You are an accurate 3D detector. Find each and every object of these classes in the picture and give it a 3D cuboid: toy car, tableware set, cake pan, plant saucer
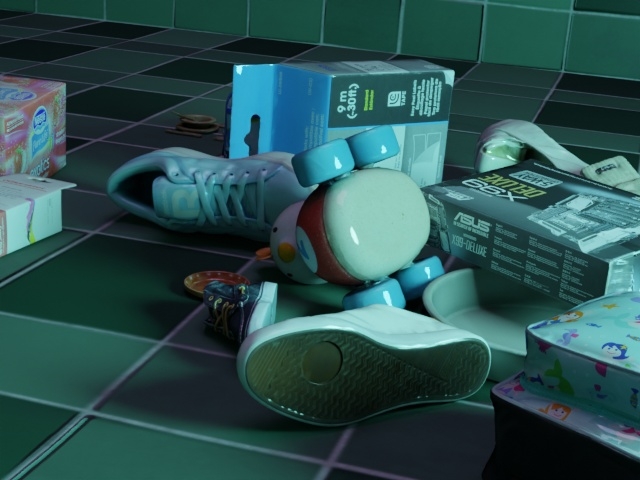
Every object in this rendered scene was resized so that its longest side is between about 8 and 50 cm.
[{"bbox_3d":[0.000,0.000,1.419,0.238,0.219,0.210,-19,3,36],"label":"toy car"},{"bbox_3d":[-0.199,-0.236,2.253,0.194,0.039,0.128,10,19,18],"label":"tableware set"},{"bbox_3d":[0.263,0.102,1.307,0.293,0.054,0.293,4,18,-1],"label":"cake pan"},{"bbox_3d":[-0.131,0.059,1.417,0.084,0.013,0.083,3,18,-1],"label":"plant saucer"}]

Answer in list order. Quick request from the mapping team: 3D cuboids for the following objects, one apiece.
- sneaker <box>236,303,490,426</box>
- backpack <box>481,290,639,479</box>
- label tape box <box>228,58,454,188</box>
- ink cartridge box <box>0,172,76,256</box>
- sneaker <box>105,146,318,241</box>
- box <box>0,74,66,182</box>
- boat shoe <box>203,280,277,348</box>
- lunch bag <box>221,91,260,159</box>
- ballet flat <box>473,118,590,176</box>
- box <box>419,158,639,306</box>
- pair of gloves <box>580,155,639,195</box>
[{"bbox_3d":[0.027,0.120,1.143,0.290,0.105,0.123,6,12,-34],"label":"sneaker"},{"bbox_3d":[0.289,0.153,0.971,0.225,0.191,0.254,20,19,41],"label":"backpack"},{"bbox_3d":[0.032,-0.150,1.729,0.334,0.240,0.106,-7,23,-28],"label":"label tape box"},{"bbox_3d":[-0.441,-0.037,1.556,0.115,0.067,0.198,13,22,23],"label":"ink cartridge box"},{"bbox_3d":[-0.157,-0.054,1.594,0.366,0.135,0.150,6,20,37],"label":"sneaker"},{"bbox_3d":[-0.517,-0.163,1.785,0.142,0.154,0.300,5,17,4],"label":"box"},{"bbox_3d":[-0.096,0.090,1.262,0.083,0.065,0.183,3,12,1],"label":"boat shoe"},{"bbox_3d":[-0.056,-0.170,1.868,0.219,0.176,0.090,12,20,21],"label":"lunch bag"},{"bbox_3d":[0.336,-0.114,1.848,0.139,0.139,0.400,-4,23,-24],"label":"ballet flat"},{"bbox_3d":[0.311,-0.013,1.436,0.242,0.076,0.307,-14,27,-39],"label":"box"},{"bbox_3d":[0.386,-0.028,1.600,0.240,0.042,0.204,-23,35,-12],"label":"pair of gloves"}]
